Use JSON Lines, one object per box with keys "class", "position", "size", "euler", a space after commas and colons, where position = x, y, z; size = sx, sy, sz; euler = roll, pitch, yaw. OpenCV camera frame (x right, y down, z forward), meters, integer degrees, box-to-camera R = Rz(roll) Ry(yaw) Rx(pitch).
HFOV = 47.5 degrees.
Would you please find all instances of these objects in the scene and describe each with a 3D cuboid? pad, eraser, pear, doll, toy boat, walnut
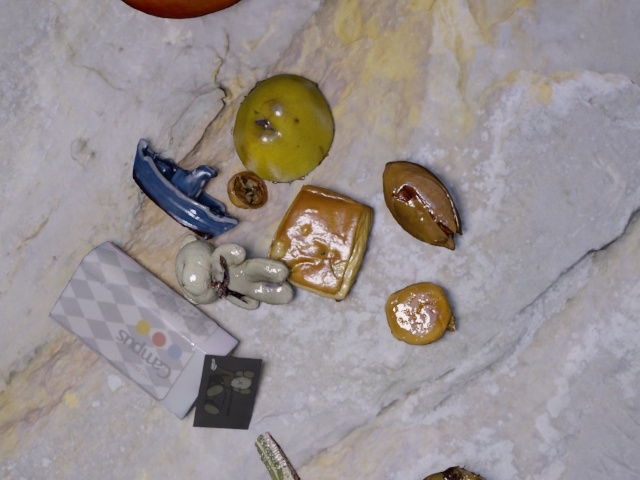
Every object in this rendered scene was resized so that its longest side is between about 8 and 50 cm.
{"class": "pad", "position": [-0.207, 0.338, 1.609], "size": [0.127, 0.004, 0.190], "euler": [7, 112, -15]}
{"class": "eraser", "position": [-0.404, 0.201, 1.656], "size": [0.396, 0.082, 0.213], "euler": [36, 104, 8]}
{"class": "pear", "position": [-0.089, -0.271, 1.651], "size": [0.266, 0.178, 0.267], "euler": [0, 84, 1]}
{"class": "doll", "position": [-0.199, 0.085, 1.612], "size": [0.277, 0.149, 0.175], "euler": [4, 103, 16]}
{"class": "toy boat", "position": [-0.311, -0.129, 1.675], "size": [0.309, 0.129, 0.142], "euler": [40, 102, 9]}
{"class": "walnut", "position": [-0.177, -0.109, 1.677], "size": [0.052, 0.121, 0.091], "euler": [-24, 83, 35]}
{"class": "walnut", "position": [0.226, -0.078, 1.623], "size": [0.137, 0.137, 0.245], "euler": [-38, 91, 0]}

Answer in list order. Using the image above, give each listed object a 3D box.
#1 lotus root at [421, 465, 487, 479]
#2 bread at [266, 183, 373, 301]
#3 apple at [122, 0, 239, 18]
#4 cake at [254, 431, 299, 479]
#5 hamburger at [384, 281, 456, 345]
{"class": "lotus root", "position": [0.250, 0.605, 1.531], "size": [0.169, 0.141, 0.314], "euler": [27, 96, 11]}
{"class": "bread", "position": [0.000, 0.000, 1.645], "size": [0.210, 0.099, 0.235], "euler": [20, 86, 8]}
{"class": "apple", "position": [-0.311, -0.680, 1.669], "size": [0.364, 0.295, 0.329], "euler": [7, 110, 4]}
{"class": "cake", "position": [-0.097, 0.499, 1.634], "size": [0.051, 0.055, 0.140], "euler": [-34, 64, 2]}
{"class": "hamburger", "position": [0.220, 0.164, 1.615], "size": [0.147, 0.083, 0.138], "euler": [-19, 86, 6]}
